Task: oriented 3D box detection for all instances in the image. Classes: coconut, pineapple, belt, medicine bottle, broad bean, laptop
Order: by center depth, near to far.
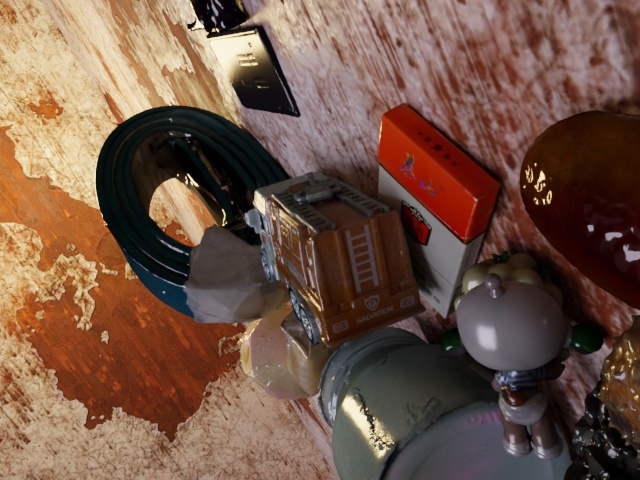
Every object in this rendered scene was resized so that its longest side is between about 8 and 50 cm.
[{"bbox_3d":[0.193,-0.016,0.351,0.165,0.085,0.114,54,144,32],"label":"broad bean"},{"bbox_3d":[0.246,0.138,0.425,0.237,0.119,0.111,79,165,-54],"label":"pineapple"},{"bbox_3d":[0.127,0.247,0.733,0.245,0.245,0.290,62,171,-18],"label":"medicine bottle"},{"bbox_3d":[-0.103,-0.246,0.840,0.197,0.016,0.135,28,149,57],"label":"laptop"},{"bbox_3d":[-0.216,-0.048,1.020,0.436,0.300,0.173,47,161,28],"label":"belt"},{"bbox_3d":[-0.083,0.269,1.375,0.233,0.233,0.245,57,167,-4],"label":"coconut"}]

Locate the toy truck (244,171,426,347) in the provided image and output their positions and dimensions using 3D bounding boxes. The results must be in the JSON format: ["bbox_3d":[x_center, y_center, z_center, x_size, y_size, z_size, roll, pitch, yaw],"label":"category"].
[{"bbox_3d":[0.000,0.000,0.735,0.305,0.136,0.162,-140,35,-64],"label":"toy truck"}]

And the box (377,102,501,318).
[{"bbox_3d":[0.116,-0.020,0.625,0.139,0.035,0.245,49,163,27],"label":"box"}]

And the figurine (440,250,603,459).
[{"bbox_3d":[0.186,0.105,0.536,0.147,0.093,0.197,-7,112,29],"label":"figurine"}]

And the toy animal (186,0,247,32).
[{"bbox_3d":[-0.209,-0.405,0.708,0.324,0.090,0.195,55,163,-5],"label":"toy animal"}]

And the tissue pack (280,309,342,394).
[{"bbox_3d":[0.024,0.143,0.924,0.090,0.186,0.222,42,158,22],"label":"tissue pack"}]
